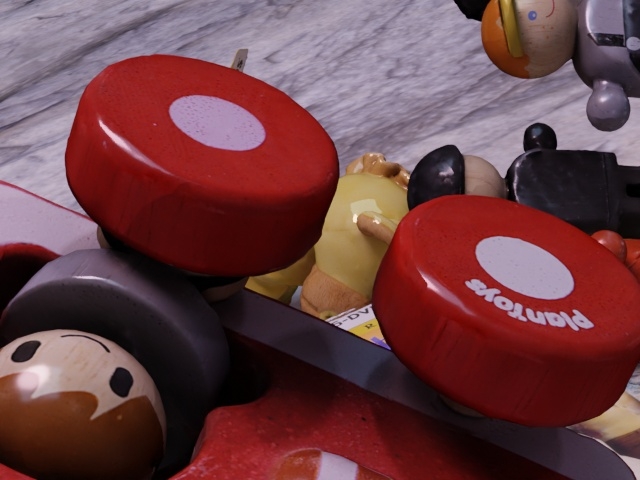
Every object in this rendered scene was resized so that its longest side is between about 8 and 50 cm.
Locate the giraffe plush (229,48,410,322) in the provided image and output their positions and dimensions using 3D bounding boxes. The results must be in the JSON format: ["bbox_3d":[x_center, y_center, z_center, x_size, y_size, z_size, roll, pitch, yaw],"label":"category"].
[{"bbox_3d":[0.000,0.000,1.109,0.170,0.210,0.181,22,33,22],"label":"giraffe plush"}]

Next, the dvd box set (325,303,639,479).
[{"bbox_3d":[0.165,0.098,0.883,0.308,0.062,0.420,-21,22,-20],"label":"dvd box set"}]

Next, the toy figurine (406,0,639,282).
[{"bbox_3d":[0.130,-0.062,0.927,0.148,0.209,0.213,3,23,-2],"label":"toy figurine"}]

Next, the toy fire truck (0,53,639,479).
[{"bbox_3d":[-0.030,0.082,0.590,0.302,0.169,0.254,24,30,3],"label":"toy fire truck"}]
